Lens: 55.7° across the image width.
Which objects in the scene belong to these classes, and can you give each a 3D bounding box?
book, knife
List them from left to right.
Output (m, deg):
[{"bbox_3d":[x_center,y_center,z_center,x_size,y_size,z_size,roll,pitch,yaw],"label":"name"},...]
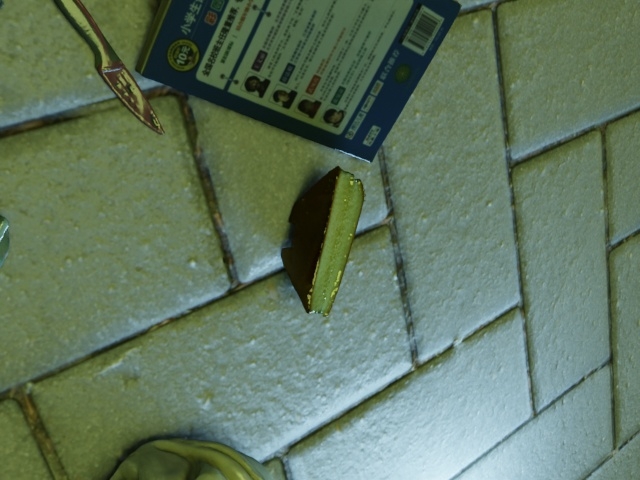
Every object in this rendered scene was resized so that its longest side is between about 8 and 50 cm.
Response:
[{"bbox_3d":[-0.282,-0.237,0.798,0.035,0.018,0.247,-44,123,-21],"label":"knife"},{"bbox_3d":[-0.014,-0.301,0.890,0.428,0.039,0.300,15,114,-36],"label":"book"}]

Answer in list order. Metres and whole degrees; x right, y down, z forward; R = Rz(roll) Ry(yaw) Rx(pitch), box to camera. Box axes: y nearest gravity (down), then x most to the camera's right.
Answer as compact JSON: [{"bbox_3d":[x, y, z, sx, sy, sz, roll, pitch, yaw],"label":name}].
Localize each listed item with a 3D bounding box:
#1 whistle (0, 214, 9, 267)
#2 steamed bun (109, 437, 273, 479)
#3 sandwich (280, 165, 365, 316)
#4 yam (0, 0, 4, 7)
[{"bbox_3d":[-0.461,0.107,0.735,0.062,0.062,0.312,28,86,-35],"label":"whistle"},{"bbox_3d":[-0.206,0.490,0.892,0.394,0.237,0.346,-23,114,-29],"label":"steamed bun"},{"bbox_3d":[0.000,0.000,1.009,0.090,0.088,0.244,14,89,-44],"label":"sandwich"},{"bbox_3d":[-0.417,-0.258,0.589,0.154,0.254,0.153,-6,116,-12],"label":"yam"}]
